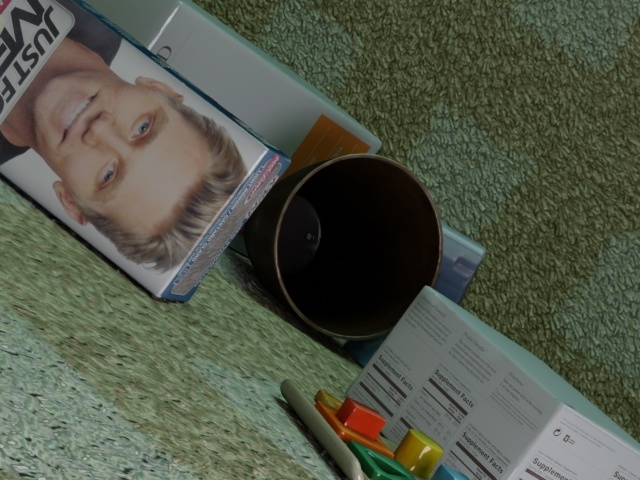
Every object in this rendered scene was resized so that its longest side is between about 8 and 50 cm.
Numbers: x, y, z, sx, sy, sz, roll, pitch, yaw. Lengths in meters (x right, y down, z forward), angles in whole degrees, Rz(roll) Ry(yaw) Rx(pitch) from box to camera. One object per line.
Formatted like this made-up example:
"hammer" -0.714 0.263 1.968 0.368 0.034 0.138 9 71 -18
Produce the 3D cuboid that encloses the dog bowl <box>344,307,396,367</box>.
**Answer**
"dog bowl" 0.114 0.139 2.176 0.166 0.074 0.297 36 5 -4

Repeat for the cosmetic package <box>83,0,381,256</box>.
"cosmetic package" -0.146 -0.149 2.181 0.161 0.230 0.453 41 7 38

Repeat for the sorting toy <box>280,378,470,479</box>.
"sorting toy" 0.070 0.191 1.505 0.196 0.047 0.348 34 5 -30

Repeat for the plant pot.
"plant pot" 0.000 0.000 2.108 0.215 0.215 0.230 34 -10 -22

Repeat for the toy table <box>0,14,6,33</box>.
"toy table" -0.400 -0.249 1.463 0.161 0.252 0.274 18 -1 40

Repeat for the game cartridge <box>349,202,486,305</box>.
"game cartridge" 0.098 0.036 2.300 0.198 0.062 0.297 34 -25 8

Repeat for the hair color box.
"hair color box" -0.219 -0.114 1.640 0.347 0.174 0.105 37 3 11

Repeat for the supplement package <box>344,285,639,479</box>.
"supplement package" 0.189 0.195 1.732 0.204 0.145 0.262 33 6 -36
